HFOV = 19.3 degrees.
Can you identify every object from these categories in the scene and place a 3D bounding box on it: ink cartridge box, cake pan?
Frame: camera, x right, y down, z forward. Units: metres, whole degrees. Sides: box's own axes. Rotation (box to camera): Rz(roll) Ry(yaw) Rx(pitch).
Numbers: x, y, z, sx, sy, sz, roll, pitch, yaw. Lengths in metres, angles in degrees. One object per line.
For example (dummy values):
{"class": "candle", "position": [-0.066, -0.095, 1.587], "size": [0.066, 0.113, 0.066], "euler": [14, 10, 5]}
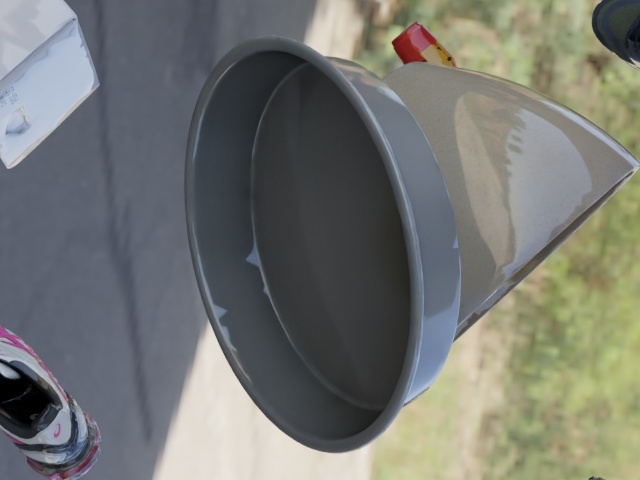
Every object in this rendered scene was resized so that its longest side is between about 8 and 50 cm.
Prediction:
{"class": "ink cartridge box", "position": [-0.325, -0.217, 1.581], "size": [0.117, 0.283, 0.207], "euler": [-42, 173, -9]}
{"class": "cake pan", "position": [0.000, 0.000, 1.307], "size": [0.054, 0.293, 0.293], "euler": [-13, 123, -32]}

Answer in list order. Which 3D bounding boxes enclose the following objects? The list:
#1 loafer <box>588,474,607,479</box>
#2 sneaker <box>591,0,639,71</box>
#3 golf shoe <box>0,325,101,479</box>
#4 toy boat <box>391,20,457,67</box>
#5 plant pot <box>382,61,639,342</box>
{"class": "loafer", "position": [0.289, 0.358, 2.322], "size": [0.109, 0.095, 0.302], "euler": [-61, 169, 30]}
{"class": "sneaker", "position": [0.406, -0.233, 2.137], "size": [0.121, 0.300, 0.111], "euler": [18, 98, -37]}
{"class": "golf shoe", "position": [-0.235, 0.096, 1.370], "size": [0.067, 0.186, 0.086], "euler": [-47, 149, -17]}
{"class": "toy boat", "position": [0.051, -0.116, 2.282], "size": [0.318, 0.148, 0.267], "euler": [-39, -174, 1]}
{"class": "plant pot", "position": [0.093, -0.033, 1.539], "size": [0.284, 0.191, 0.284], "euler": [-42, 173, -6]}
